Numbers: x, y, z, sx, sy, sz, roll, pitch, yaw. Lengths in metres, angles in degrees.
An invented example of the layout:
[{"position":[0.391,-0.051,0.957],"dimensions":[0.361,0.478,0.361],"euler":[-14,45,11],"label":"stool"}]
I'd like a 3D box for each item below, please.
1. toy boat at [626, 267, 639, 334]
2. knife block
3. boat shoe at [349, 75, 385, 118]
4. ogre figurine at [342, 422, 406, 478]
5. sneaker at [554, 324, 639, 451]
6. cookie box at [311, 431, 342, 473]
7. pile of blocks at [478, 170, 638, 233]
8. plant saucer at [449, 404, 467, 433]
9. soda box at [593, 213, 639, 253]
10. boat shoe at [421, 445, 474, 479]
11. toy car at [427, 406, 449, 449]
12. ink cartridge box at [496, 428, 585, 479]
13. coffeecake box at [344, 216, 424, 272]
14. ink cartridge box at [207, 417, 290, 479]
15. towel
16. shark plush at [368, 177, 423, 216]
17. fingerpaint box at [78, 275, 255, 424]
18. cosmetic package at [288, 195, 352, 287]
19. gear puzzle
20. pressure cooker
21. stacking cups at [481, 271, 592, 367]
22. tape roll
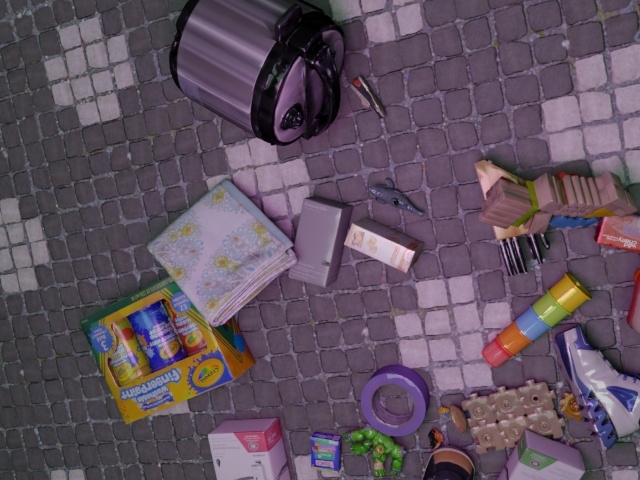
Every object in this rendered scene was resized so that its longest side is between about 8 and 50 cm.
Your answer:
[{"position":[0.820,0.123,1.552],"dimensions":[0.151,0.151,0.231],"euler":[-8,126,-1],"label":"toy boat"},{"position":[0.481,-0.053,1.663],"dimensions":[0.276,0.088,0.242],"euler":[30,105,11],"label":"knife block"},{"position":[0.131,-0.389,1.754],"dimensions":[0.043,0.049,0.137],"euler":[-35,84,24],"label":"boat shoe"},{"position":[0.168,0.611,1.878],"dimensions":[0.197,0.097,0.118],"euler":[46,128,23],"label":"ogre figurine"},{"position":[0.739,0.359,1.633],"dimensions":[0.182,0.127,0.315],"euler":[-19,81,2],"label":"sneaker"},{"position":[0.018,0.653,1.959],"dimensions":[0.092,0.040,0.107],"euler":[4,100,18],"label":"cookie box"},{"position":[0.564,-0.103,1.543],"dimensions":[0.362,0.149,0.112],"euler":[0,57,2],"label":"pile of blocks"},{"position":[0.393,0.502,1.795],"dimensions":[0.015,0.083,0.083],"euler":[-19,92,-15],"label":"plant saucer"},{"position":[0.819,-0.008,1.557],"dimensions":[0.263,0.083,0.092],"euler":[15,102,17],"label":"soda box"},{"position":[0.332,0.835,1.814],"dimensions":[0.187,0.156,0.500],"euler":[12,107,13],"label":"boat shoe"},{"position":[0.348,0.541,1.823],"dimensions":[0.041,0.060,0.122],"euler":[13,112,-16],"label":"toy car"},{"position":[0.581,0.644,1.712],"dimensions":[0.160,0.092,0.219],"euler":[22,113,4],"label":"ink cartridge box"},{"position":[0.178,0.009,1.749],"dimensions":[0.185,0.142,0.068],"euler":[25,106,14],"label":"coffeecake box"},{"position":[-0.217,0.718,2.009],"dimensions":[0.207,0.117,0.283],"euler":[-9,95,20],"label":"ink cartridge box"},{"position":[-0.285,0.027,1.826],"dimensions":[0.320,0.090,0.374],"euler":[-40,59,-10],"label":"towel"},{"position":[0.207,-0.103,1.762],"dimensions":[0.161,0.067,0.073],"euler":[42,109,9],"label":"shark plush"},{"position":[-0.491,0.326,2.017],"dimensions":[0.445,0.163,0.371],"euler":[-25,89,21],"label":"fingerpaint box"},{"position":[0.000,0.000,1.832],"dimensions":[0.127,0.107,0.238],"euler":[15,106,19],"label":"cosmetic package"},{"position":[0.569,0.467,1.745],"dimensions":[0.339,0.044,0.175],"euler":[-19,90,18],"label":"gear puzzle"},{"position":[-0.130,-0.450,1.665],"dimensions":[0.420,0.370,0.375],"euler":[31,111,16],"label":"pressure cooker"},{"position":[0.562,0.224,1.676],"dimensions":[0.096,0.096,0.316],"euler":[45,109,8],"label":"stacking cups"},{"position":[0.217,0.462,1.841],"dimensions":[0.189,0.080,0.189],"euler":[3,100,18],"label":"tape roll"}]
